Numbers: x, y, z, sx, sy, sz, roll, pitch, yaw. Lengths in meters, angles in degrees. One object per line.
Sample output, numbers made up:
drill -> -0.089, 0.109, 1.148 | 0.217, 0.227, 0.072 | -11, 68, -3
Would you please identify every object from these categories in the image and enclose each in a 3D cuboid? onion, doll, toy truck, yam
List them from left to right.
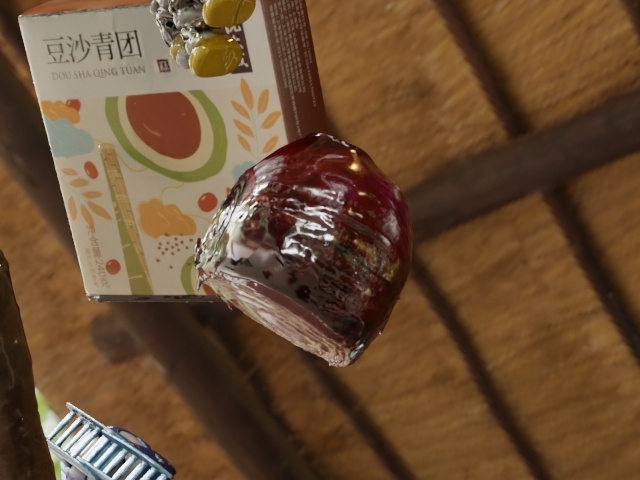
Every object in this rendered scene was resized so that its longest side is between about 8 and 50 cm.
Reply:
yam -> -0.145, 0.130, 0.707 | 0.045, 0.045, 0.327 | 20, -45, 21
toy truck -> -0.130, 0.156, 0.999 | 0.136, 0.063, 0.074 | 19, -29, 48
doll -> -0.139, -0.255, 1.311 | 0.145, 0.103, 0.316 | 81, -18, -46
onion -> 0.002, -0.002, 1.582 | 0.216, 0.206, 0.207 | 30, -16, -8

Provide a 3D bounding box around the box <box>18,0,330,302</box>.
box -> -0.164, -0.119, 1.879 | 0.344, 0.122, 0.385 | -1, -69, 27
